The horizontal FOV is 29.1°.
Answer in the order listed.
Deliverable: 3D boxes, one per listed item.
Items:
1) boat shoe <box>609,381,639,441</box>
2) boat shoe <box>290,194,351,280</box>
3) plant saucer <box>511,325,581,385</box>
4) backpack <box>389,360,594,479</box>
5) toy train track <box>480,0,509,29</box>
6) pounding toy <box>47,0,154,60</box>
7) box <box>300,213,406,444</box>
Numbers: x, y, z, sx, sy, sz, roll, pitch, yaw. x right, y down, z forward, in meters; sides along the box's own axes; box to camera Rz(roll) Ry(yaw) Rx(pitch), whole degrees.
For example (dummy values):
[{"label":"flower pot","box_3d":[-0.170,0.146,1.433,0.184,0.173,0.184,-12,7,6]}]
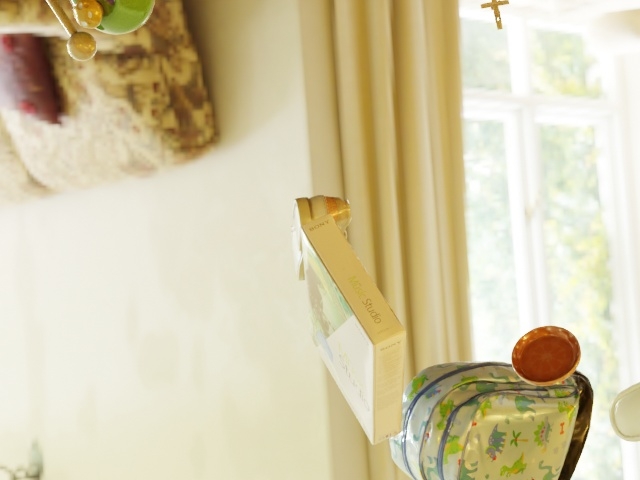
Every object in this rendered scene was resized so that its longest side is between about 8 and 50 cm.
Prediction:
[{"label":"boat shoe","box_3d":[0.580,0.223,1.830,0.099,0.116,0.319,4,155,-40]},{"label":"boat shoe","box_3d":[0.000,0.000,2.373,0.103,0.113,0.302,-8,163,-7]},{"label":"plant saucer","box_3d":[0.270,0.139,1.469,0.084,0.083,0.013,-5,139,21]},{"label":"backpack","box_3d":[0.297,0.342,2.172,0.356,0.290,0.273,17,-171,-18]},{"label":"toy train track","box_3d":[0.294,-0.386,2.059,0.048,0.014,0.083,-7,143,14]},{"label":"pounding toy","box_3d":[-0.404,-0.418,2.106,0.237,0.183,0.110,-29,-174,37]},{"label":"box","box_3d":[0.049,0.141,1.866,0.059,0.232,0.322,-23,147,-14]}]
